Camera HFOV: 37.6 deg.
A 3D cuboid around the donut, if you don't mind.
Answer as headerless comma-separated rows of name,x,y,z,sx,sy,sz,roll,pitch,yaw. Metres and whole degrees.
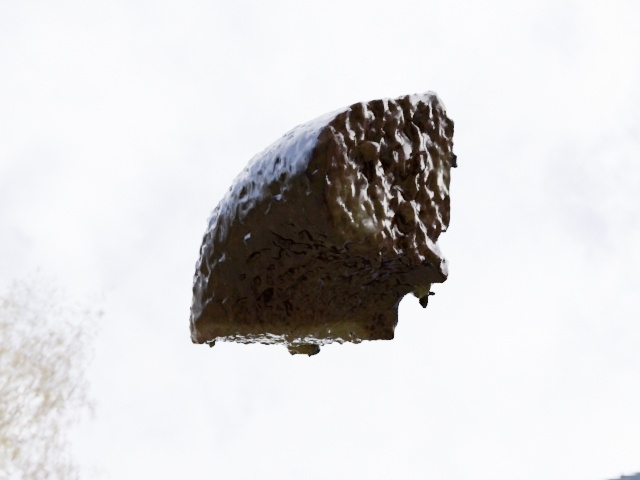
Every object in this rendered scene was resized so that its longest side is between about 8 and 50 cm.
donut,-0.008,-0.001,0.588,0.187,0.126,0.144,-18,-100,43
